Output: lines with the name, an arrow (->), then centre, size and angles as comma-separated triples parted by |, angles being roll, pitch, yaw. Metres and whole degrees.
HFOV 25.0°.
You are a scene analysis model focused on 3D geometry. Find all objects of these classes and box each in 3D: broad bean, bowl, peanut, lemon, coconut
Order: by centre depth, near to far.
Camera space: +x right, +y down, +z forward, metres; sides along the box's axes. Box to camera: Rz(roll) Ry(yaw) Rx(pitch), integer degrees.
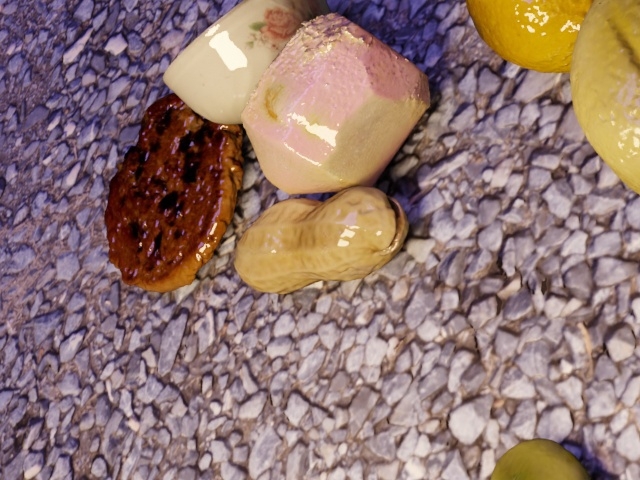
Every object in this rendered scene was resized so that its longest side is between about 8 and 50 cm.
broad bean -> 0.246, 0.296, 1.580 | 0.124, 0.082, 0.174 | -39, 47, 28
lemon -> 0.281, -0.314, 1.787 | 0.204, 0.204, 0.260 | -48, 39, 16
peanut -> 0.000, 0.000, 1.967 | 0.290, 0.130, 0.130 | -10, 62, 41
coconut -> 0.008, -0.175, 1.981 | 0.245, 0.233, 0.233 | -54, 41, 5
bowl -> -0.086, -0.264, 2.138 | 0.277, 0.277, 0.145 | -35, 91, 28

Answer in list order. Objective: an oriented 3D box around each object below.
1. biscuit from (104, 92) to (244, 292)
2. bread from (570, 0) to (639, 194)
biscuit -> -0.225, -0.076, 2.279 | 0.289, 0.081, 0.334 | -10, 66, 42
bread -> 0.425, -0.174, 1.532 | 0.320, 0.237, 0.320 | -19, 60, 37
